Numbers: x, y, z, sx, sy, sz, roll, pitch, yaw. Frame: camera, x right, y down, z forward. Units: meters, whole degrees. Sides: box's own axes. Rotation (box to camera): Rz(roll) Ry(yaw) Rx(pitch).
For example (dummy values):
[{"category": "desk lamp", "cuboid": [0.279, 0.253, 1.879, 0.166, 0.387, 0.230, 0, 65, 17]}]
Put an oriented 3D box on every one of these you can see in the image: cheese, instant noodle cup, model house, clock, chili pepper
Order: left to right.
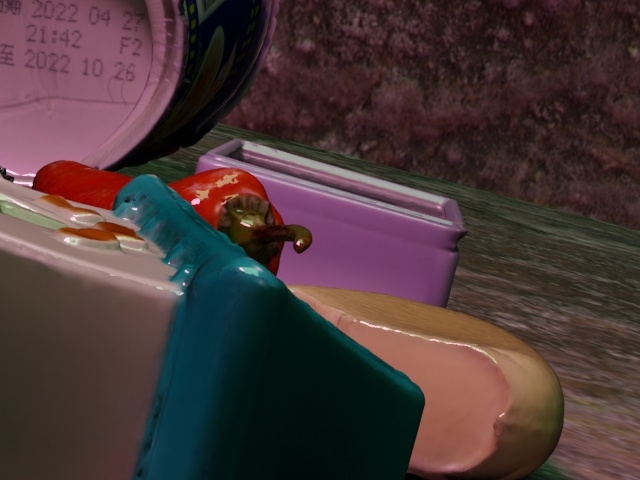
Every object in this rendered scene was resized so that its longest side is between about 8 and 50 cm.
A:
[{"category": "model house", "cuboid": [-0.054, 0.038, 0.401, 0.149, 0.100, 0.127, 16, 6, -16]}, {"category": "instant noodle cup", "cuboid": [-0.170, -0.155, 1.332, 0.284, 0.284, 0.312, 15, 13, -3]}, {"category": "chili pepper", "cuboid": [-0.080, -0.006, 0.937, 0.071, 0.063, 0.272, -14, 13, -33]}, {"category": "clock", "cuboid": [-0.001, 0.000, 1.064, 0.145, 0.073, 0.193, 16, 6, 1]}, {"category": "cheese", "cuboid": [0.043, 0.051, 0.805, 0.127, 0.050, 0.255, 15, 4, 11]}]

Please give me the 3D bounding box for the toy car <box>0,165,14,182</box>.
[{"category": "toy car", "cuboid": [-0.117, 0.019, 0.579, 0.062, 0.071, 0.165, -2, 9, -13]}]
